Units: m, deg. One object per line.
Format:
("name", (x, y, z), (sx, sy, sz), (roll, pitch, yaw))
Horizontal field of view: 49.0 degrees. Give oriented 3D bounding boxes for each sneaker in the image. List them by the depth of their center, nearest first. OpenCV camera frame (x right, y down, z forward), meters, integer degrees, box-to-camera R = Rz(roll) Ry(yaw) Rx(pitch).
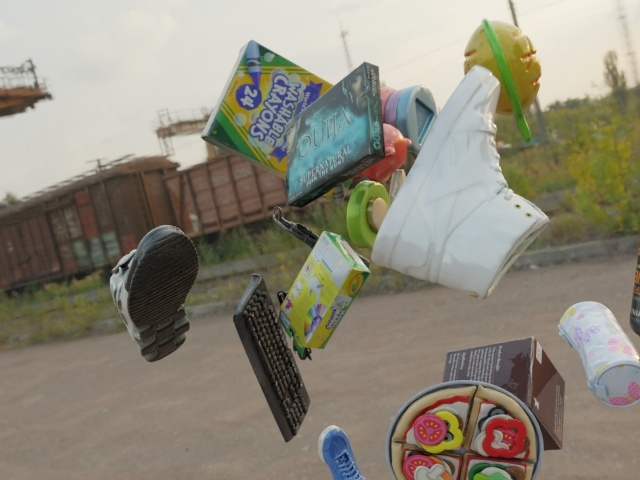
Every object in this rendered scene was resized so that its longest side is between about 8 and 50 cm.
("sneaker", (0.196, -0.067, 0.835), (0.169, 0.292, 0.108), (22, -19, 16))
("sneaker", (0.049, 0.360, 1.075), (0.058, 0.152, 0.085), (-21, 17, -30))
("sneaker", (-0.283, 0.062, 1.113), (0.122, 0.146, 0.330), (-25, -25, -31))

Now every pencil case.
("pencil case", (0.600, 0.236, 1.494), (0.124, 0.113, 0.273), (0, 23, 2))

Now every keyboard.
("keyboard", (-0.070, 0.195, 1.271), (0.033, 0.317, 0.201), (-4, 35, 19))

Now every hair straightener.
("hair straightener", (0.000, 0.000, 1.423), (0.047, 0.230, 0.089), (-55, -1, 0))

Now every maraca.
("maraca", (0.256, -0.219, 0.967), (0.099, 0.185, 0.127), (-19, 36, 18))

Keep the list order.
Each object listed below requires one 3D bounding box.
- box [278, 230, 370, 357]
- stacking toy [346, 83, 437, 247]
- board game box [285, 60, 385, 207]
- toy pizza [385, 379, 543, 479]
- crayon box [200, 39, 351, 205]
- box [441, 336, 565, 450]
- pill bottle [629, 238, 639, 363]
("box", (-0.001, 0.088, 1.102), (0.043, 0.179, 0.105), (15, 26, -38))
("stacking toy", (0.150, -0.140, 1.332), (0.130, 0.279, 0.309), (5, 33, 33))
("board game box", (0.013, -0.130, 0.901), (0.026, 0.126, 0.186), (10, -22, -33))
("toy pizza", (0.184, 0.274, 0.899), (0.201, 0.201, 0.032), (-14, 15, 9))
("crayon box", (-0.044, -0.223, 1.384), (0.323, 0.203, 0.083), (25, -4, -19))
("box", (0.374, 0.327, 1.451), (0.203, 0.167, 0.168), (-16, 37, 35))
("pill bottle", (0.553, 0.080, 1.082), (0.131, 0.245, 0.130), (5, 4, 0))
